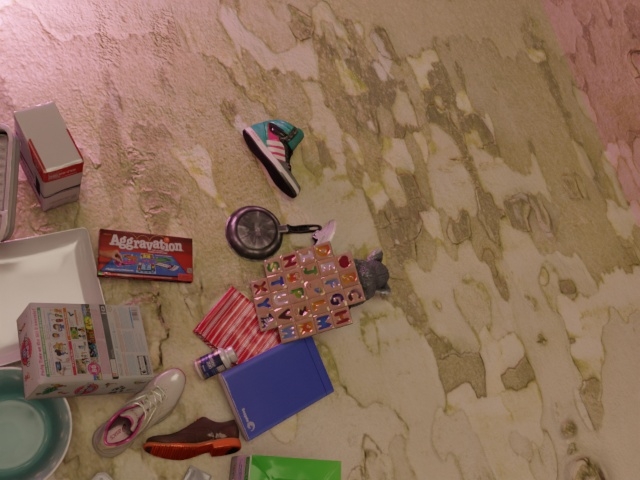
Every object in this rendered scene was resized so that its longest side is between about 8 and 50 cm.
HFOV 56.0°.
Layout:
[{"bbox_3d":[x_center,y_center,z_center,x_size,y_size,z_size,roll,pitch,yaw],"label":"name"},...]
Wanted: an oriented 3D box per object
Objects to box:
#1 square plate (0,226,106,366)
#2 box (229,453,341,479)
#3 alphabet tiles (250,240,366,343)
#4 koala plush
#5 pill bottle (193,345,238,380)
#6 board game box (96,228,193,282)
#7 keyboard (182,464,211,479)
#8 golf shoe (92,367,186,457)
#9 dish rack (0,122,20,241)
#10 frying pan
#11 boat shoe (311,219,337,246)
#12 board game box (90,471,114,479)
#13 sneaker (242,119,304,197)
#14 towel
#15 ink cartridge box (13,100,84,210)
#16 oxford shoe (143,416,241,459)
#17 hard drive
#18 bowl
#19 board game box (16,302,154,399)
[{"bbox_3d":[-0.797,0.156,1.691,0.347,0.049,0.344,-12,76,-25],"label":"square plate"},{"bbox_3d":[-0.104,0.672,1.672,0.261,0.231,0.127,11,67,-17],"label":"box"},{"bbox_3d":[-0.043,0.159,1.887,0.342,0.011,0.285,-17,65,5],"label":"alphabet tiles"},{"bbox_3d":[0.150,0.126,2.009,0.221,0.203,0.196,-9,85,-44],"label":"koala plush"},{"bbox_3d":[-0.308,0.359,1.780,0.120,0.067,0.067,-26,81,-7],"label":"pill bottle"},{"bbox_3d":[-0.526,0.049,1.822,0.281,0.027,0.145,6,66,-29],"label":"board game box"},{"bbox_3d":[-0.390,0.757,1.655,0.072,0.014,0.256,33,63,-14],"label":"keyboard"},{"bbox_3d":[-0.483,0.468,1.651,0.115,0.140,0.306,45,61,0],"label":"golf shoe"},{"bbox_3d":[-0.931,-0.141,1.647,0.285,0.072,0.333,-3,82,22],"label":"dish rack"},{"bbox_3d":[-0.156,-0.011,2.008,0.326,0.053,0.197,16,67,-12],"label":"frying pan"},{"bbox_3d":[0.000,0.000,2.057,0.063,0.066,0.184,29,73,-10],"label":"boat shoe"},{"bbox_3d":[-0.562,0.867,1.515,0.390,0.050,0.390,44,64,-1],"label":"board game box"},{"bbox_3d":[-0.118,-0.304,2.089,0.178,0.124,0.296,-34,85,-18],"label":"sneaker"},{"bbox_3d":[-0.231,0.299,1.872,0.275,0.031,0.199,41,61,-3],"label":"towel"},{"bbox_3d":[-0.773,-0.231,1.711,0.114,0.273,0.197,-25,82,-30],"label":"ink cartridge box"},{"bbox_3d":[-0.363,0.558,1.705,0.271,0.097,0.098,6,49,-24],"label":"oxford shoe"},{"bbox_3d":[-0.128,0.434,1.827,0.318,0.040,0.210,-22,89,-32],"label":"hard drive"},{"bbox_3d":[-0.788,0.486,1.510,0.311,0.163,0.312,7,68,-19],"label":"bowl"},{"bbox_3d":[-0.610,0.284,1.571,0.303,0.097,0.224,10,49,-45],"label":"board game box"}]
